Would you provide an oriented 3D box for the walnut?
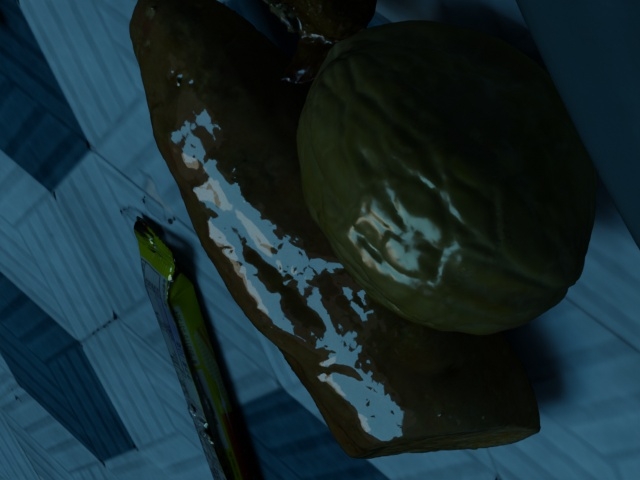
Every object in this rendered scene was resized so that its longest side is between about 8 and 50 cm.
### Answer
[{"bbox_3d":[0.043,-0.023,0.578,0.124,0.105,0.105,51,154,7],"label":"walnut"}]

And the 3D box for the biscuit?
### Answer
[{"bbox_3d":[-0.068,0.108,0.993,0.048,0.026,0.292,32,147,41],"label":"biscuit"}]

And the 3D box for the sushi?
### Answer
[{"bbox_3d":[-0.019,-0.122,0.603,0.055,0.052,0.120,-9,120,43],"label":"sushi"}]

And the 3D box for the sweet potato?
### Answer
[{"bbox_3d":[0.000,0.000,0.676,0.251,0.097,0.097,55,153,-10],"label":"sweet potato"}]

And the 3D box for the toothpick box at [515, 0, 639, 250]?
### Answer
[{"bbox_3d":[0.115,-0.055,0.399,0.120,0.120,0.184,13,137,51],"label":"toothpick box"}]
